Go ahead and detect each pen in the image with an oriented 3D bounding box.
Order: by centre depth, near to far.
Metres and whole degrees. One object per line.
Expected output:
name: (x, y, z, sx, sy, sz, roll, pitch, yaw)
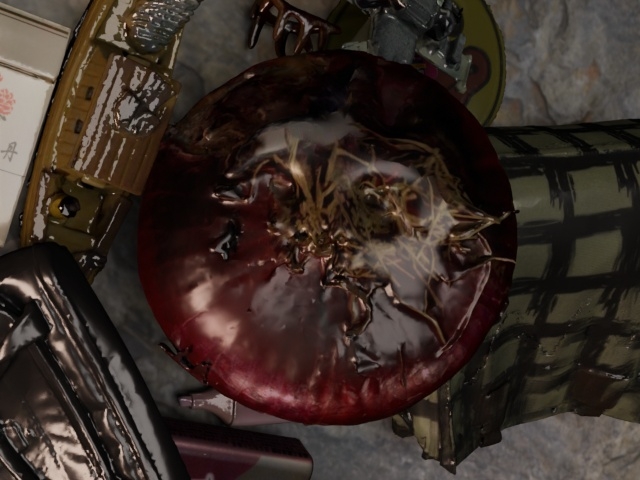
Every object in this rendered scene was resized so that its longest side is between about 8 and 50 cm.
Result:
pen: (-0.046, 0.151, 1.073, 0.197, 0.032, 0.053, 1, 95, -28)

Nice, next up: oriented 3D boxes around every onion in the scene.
onion: (0.000, 0.000, 0.906, 0.313, 0.232, 0.314, 2, 78, -8)

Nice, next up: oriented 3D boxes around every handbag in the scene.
handbag: (-0.253, 0.159, 0.889, 0.244, 0.088, 0.275, -23, 98, 5)
handbag: (0.222, 0.047, 1.118, 0.325, 0.162, 0.327, -6, 110, -22)

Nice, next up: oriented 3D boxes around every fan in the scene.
fan: (0.115, -0.139, 1.135, 0.229, 0.011, 0.335, -36, 107, -19)

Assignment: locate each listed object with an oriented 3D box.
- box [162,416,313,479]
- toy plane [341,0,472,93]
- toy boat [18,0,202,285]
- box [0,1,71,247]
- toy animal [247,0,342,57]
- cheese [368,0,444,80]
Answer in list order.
box: (-0.127, 0.224, 1.012, 0.224, 0.069, 0.120, 13, 102, -26)
toy plane: (0.082, -0.243, 1.018, 0.192, 0.088, 0.262, 31, 65, -31)
toy boat: (-0.180, -0.091, 0.937, 0.089, 0.121, 0.321, 21, 85, -32)
box: (-0.291, -0.102, 0.931, 0.109, 0.029, 0.198, 18, 88, -26)
toy animal: (-0.066, -0.308, 0.970, 0.243, 0.087, 0.260, 18, 80, -46)
cheese: (0.090, -0.206, 1.091, 0.095, 0.038, 0.145, -8, 95, -25)
